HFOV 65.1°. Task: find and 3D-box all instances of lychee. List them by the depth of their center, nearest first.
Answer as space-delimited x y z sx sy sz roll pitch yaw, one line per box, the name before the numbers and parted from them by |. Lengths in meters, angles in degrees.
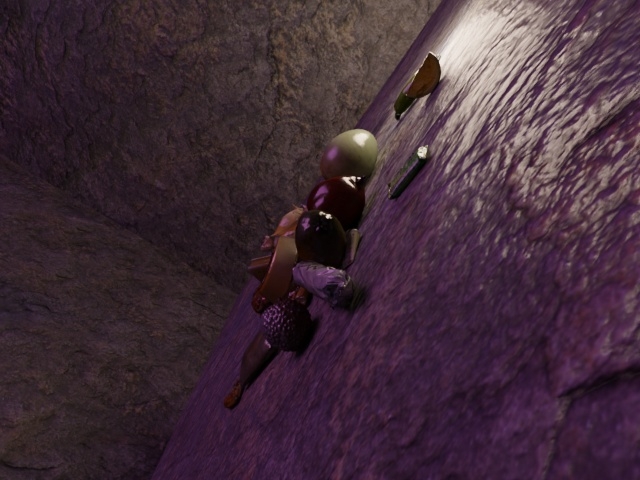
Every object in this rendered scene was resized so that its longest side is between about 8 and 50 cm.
lychee | -0.108 0.250 1.550 0.165 0.165 0.198 -49 46 42

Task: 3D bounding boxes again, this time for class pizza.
pizza | -0.104 0.239 1.859 0.194 0.069 0.154 -56 9 17
pizza | -0.332 0.593 2.013 0.176 0.036 0.184 -61 10 -16

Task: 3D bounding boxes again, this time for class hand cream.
hand cream | 0.102 0.025 1.614 0.061 0.039 0.143 -40 29 47

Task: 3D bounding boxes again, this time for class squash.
squash | 0.398 -0.642 2.114 0.319 0.080 0.071 -54 48 32

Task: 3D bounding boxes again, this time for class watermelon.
watermelon | 0.410 -0.618 1.926 0.182 0.091 0.075 -63 -7 20

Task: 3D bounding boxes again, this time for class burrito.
burrito | 0.017 0.123 1.419 0.101 0.139 0.445 -54 13 -7

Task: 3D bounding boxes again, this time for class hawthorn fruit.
hawthorn fruit | 0.078 -0.145 1.820 0.248 0.208 0.208 -42 13 12

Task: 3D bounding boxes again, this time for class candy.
candy | 0.264 -0.206 1.508 0.178 0.032 0.102 -52 15 27

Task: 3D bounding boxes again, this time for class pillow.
pillow | -0.233 0.421 1.921 0.303 0.074 0.185 -55 18 34

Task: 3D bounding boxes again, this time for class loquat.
loquat | 0.000 0.000 1.662 0.179 0.179 0.228 -69 -29 -50

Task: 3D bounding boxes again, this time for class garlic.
garlic | -0.136 -0.041 2.531 0.313 0.249 0.286 -41 -20 -36

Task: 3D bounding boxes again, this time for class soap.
soap | -0.215 0.135 2.332 0.231 0.140 0.073 -13 42 42

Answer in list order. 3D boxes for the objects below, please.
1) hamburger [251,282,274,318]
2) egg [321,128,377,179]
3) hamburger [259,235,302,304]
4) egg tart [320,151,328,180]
hamburger | -0.262 0.275 2.489 0.231 0.106 0.231 -48 13 14
egg | 0.133 -0.353 2.116 0.295 0.218 0.218 -48 3 -30
hamburger | -0.129 0.123 2.018 0.300 0.175 0.301 -159 90 -83
egg tart | 0.111 -0.354 2.373 0.203 0.202 0.147 -58 23 -2
